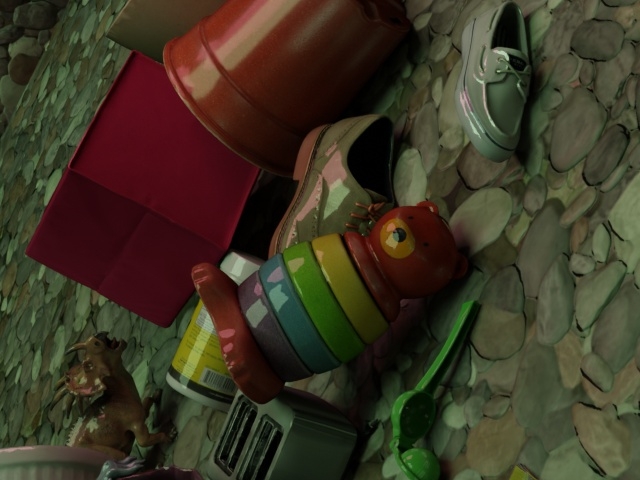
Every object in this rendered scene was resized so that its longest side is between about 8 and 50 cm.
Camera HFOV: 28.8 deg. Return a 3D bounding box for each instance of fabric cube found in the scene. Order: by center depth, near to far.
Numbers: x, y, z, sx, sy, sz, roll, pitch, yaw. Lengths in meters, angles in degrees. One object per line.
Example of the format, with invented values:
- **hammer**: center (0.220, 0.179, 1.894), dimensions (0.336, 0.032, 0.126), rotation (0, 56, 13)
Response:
- **fabric cube**: center (-0.251, -0.072, 1.871), dimensions (0.258, 0.259, 0.254), rotation (-49, 15, 50)

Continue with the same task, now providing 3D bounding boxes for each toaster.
- **toaster**: center (-0.043, 0.264, 1.536), dimensions (0.168, 0.110, 0.185), rotation (26, 94, 60)

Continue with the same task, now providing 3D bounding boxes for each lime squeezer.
- **lime squeezer**: center (0.128, 0.220, 1.355), dimensions (0.110, 0.059, 0.310), rotation (-11, 55, 22)

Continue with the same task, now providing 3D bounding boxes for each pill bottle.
- **pill bottle**: center (-0.126, 0.125, 1.760), dimensions (0.119, 0.119, 0.208), rotation (31, 97, 61)

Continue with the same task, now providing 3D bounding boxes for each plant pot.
- **plant pot**: center (-0.033, -0.277, 1.758), dimensions (0.265, 0.272, 0.272), rotation (-44, 36, 23)

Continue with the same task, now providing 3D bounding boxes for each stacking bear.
- **stacking bear**: center (0.025, 0.057, 1.456), dimensions (0.289, 0.164, 0.175), rotation (-28, 60, 5)

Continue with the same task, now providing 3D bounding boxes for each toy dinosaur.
- **toy dinosaur**: center (-0.341, 0.296, 1.923), dimensions (0.127, 0.200, 0.295), rotation (-3, 69, 59)

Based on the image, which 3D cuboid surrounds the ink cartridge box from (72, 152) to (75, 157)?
- **ink cartridge box**: center (-0.365, -0.131, 2.340), dimensions (0.283, 0.117, 0.207), rotation (-37, 41, 44)

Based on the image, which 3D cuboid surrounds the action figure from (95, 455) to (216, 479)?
- **action figure**: center (-0.175, 0.454, 1.463), dimensions (0.248, 0.276, 0.370), rotation (-141, 43, -69)

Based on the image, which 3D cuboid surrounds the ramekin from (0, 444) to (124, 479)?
- **ramekin**: center (-0.392, 0.378, 1.665), dimensions (0.273, 0.273, 0.127), rotation (-38, 51, 42)

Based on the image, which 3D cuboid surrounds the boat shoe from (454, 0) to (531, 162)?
- **boat shoe**: center (0.206, -0.195, 1.453), dimensions (0.076, 0.083, 0.226), rotation (-42, 37, 40)

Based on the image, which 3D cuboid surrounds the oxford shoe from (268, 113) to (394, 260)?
- **oxford shoe**: center (0.023, -0.015, 1.607), dimensions (0.130, 0.123, 0.348), rotation (-21, 55, 46)

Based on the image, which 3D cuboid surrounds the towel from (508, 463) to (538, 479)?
- **towel**: center (0.194, 0.267, 1.237), dimensions (0.083, 0.009, 0.060), rotation (-63, 30, 8)

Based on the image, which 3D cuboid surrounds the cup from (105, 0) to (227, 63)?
- **cup**: center (-0.151, -0.389, 1.987), dimensions (0.331, 0.237, 0.331), rotation (-50, 13, 16)
